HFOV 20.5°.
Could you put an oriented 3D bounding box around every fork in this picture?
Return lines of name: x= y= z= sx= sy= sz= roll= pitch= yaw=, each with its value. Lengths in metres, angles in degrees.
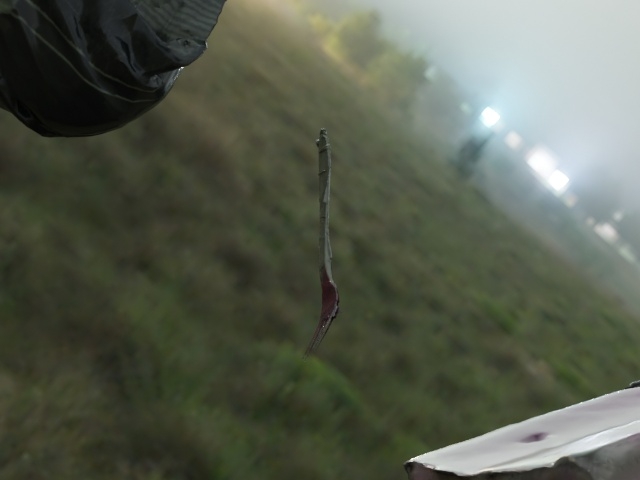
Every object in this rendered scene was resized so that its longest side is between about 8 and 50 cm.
fork: x=0.001 y=0.000 z=0.777 sx=0.012 sy=0.016 sz=0.115 roll=21 pitch=54 yaw=-28

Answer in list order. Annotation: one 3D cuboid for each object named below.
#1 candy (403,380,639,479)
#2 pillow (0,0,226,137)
candy: x=0.182 y=0.122 z=0.846 sx=0.265 sy=0.116 sz=0.155 roll=-11 pitch=-1 yaw=-37
pillow: x=-0.153 y=-0.137 z=0.582 sx=0.335 sy=0.161 sz=0.092 roll=20 pitch=-21 yaw=30
